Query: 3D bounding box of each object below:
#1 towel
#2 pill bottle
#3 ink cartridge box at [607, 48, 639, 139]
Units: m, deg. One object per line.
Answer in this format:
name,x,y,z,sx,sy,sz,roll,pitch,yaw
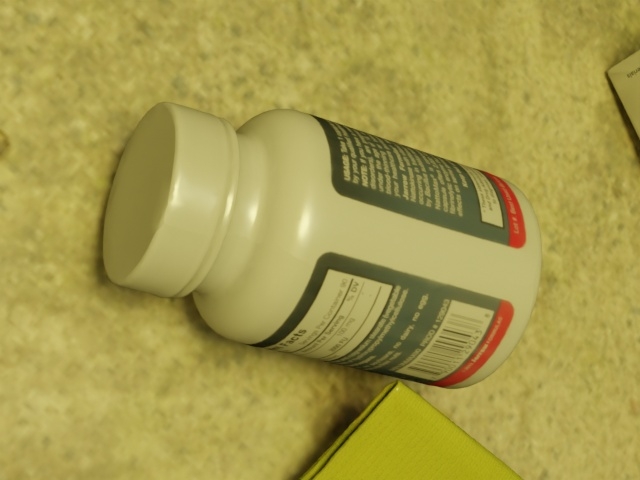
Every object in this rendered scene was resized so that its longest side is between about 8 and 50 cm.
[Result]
towel,0.088,0.170,0.587,0.237,0.021,0.102,40,95,-19
pill bottle,0.000,0.000,0.536,0.180,0.108,0.108,16,75,-27
ink cartridge box,0.296,-0.039,0.704,0.160,0.092,0.219,-21,83,-31
